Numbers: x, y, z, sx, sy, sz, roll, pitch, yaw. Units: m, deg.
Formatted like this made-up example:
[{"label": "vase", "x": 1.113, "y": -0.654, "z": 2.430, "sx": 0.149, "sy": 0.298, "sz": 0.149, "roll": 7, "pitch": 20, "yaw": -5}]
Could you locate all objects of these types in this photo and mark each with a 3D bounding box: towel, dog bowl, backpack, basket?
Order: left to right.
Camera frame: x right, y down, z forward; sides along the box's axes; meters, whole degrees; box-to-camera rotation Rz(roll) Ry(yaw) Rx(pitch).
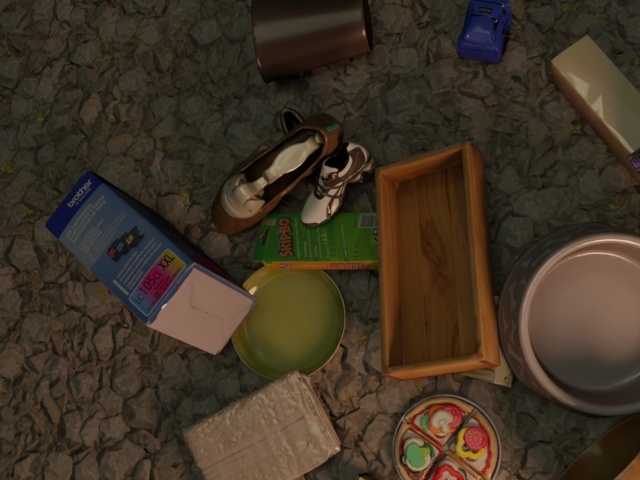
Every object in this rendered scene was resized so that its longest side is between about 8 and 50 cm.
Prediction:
[{"label": "towel", "x": -0.114, "y": 0.384, "z": 1.693, "sx": 0.282, "sy": 0.049, "sz": 0.187, "roll": -29, "pitch": 80, "yaw": 11}, {"label": "basket", "x": -0.013, "y": -0.439, "z": 1.826, "sx": 0.227, "sy": 0.154, "sz": 0.204, "roll": -6, "pitch": 77, "yaw": 11}, {"label": "backpack", "x": 0.330, "y": -0.426, "z": 1.745, "sx": 0.098, "sy": 0.101, "sz": 0.120, "roll": 16, "pitch": 78, "yaw": 12}, {"label": "dog bowl", "x": 0.483, "y": 0.139, "z": 1.509, "sx": 0.349, "sy": 0.102, "sz": 0.348, "roll": 0, "pitch": 90, "yaw": 2}]

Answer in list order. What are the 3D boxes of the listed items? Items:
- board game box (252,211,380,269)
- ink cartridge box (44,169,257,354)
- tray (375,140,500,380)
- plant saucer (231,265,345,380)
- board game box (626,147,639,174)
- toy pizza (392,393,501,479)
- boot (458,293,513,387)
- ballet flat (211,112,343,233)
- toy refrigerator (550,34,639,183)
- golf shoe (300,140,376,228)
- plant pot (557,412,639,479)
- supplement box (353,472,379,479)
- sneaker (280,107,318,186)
[{"label": "board game box", "x": 0.000, "y": 0.000, "z": 1.751, "sx": 0.259, "sy": 0.039, "sz": 0.124, "roll": 2, "pitch": 53, "yaw": 14}, {"label": "ink cartridge box", "x": -0.346, "y": 0.029, "z": 1.728, "sx": 0.395, "sy": 0.270, "sz": 0.151, "roll": 36, "pitch": 88, "yaw": 29}, {"label": "tray", "x": 0.210, "y": 0.039, "z": 1.629, "sx": 0.203, "sy": 0.076, "sz": 0.411, "roll": -15, "pitch": 64, "yaw": 33}, {"label": "plant saucer", "x": -0.063, "y": 0.159, "z": 1.753, "sx": 0.241, "sy": 0.037, "sz": 0.241, "roll": -4, "pitch": 77, "yaw": 15}, {"label": "board game box", "x": 0.673, "y": -0.060, "z": 1.436, "sx": 0.141, "sy": 0.232, "sz": 0.291, "roll": -36, "pitch": 95, "yaw": 4}, {"label": "toy pizza", "x": 0.228, "y": 0.382, "z": 1.617, "sx": 0.201, "sy": 0.032, "sz": 0.201, "roll": -4, "pitch": 76, "yaw": 16}, {"label": "boot", "x": 0.360, "y": 0.186, "z": 1.603, "sx": 0.213, "sy": 0.077, "sz": 0.165, "roll": 7, "pitch": 83, "yaw": 11}, {"label": "ballet flat", "x": -0.100, "y": -0.126, "z": 1.743, "sx": 0.342, "sy": 0.124, "sz": 0.116, "roll": -35, "pitch": 92, "yaw": 16}, {"label": "toy refrigerator", "x": 0.547, "y": -0.245, "z": 1.637, "sx": 0.094, "sy": 0.102, "sz": 0.269, "roll": -36, "pitch": 69, "yaw": 5}, {"label": "golf shoe", "x": 0.014, "y": -0.115, "z": 1.730, "sx": 0.198, "sy": 0.094, "sz": 0.077, "roll": -51, "pitch": 48, "yaw": 7}, {"label": "plant pot", "x": 0.541, "y": 0.449, "z": 1.427, "sx": 0.237, "sy": 0.237, "sz": 0.254, "roll": -43, "pitch": 85, "yaw": 3}, {"label": "supplement box", "x": 0.097, "y": 0.470, "z": 1.607, "sx": 0.083, "sy": 0.083, "sz": 0.056, "roll": 29, "pitch": 87, "yaw": 19}, {"label": "sneaker", "x": -0.036, "y": -0.189, "z": 1.809, "sx": 0.066, "sy": 0.071, "sz": 0.188, "roll": -33, "pitch": 70, "yaw": 6}]
